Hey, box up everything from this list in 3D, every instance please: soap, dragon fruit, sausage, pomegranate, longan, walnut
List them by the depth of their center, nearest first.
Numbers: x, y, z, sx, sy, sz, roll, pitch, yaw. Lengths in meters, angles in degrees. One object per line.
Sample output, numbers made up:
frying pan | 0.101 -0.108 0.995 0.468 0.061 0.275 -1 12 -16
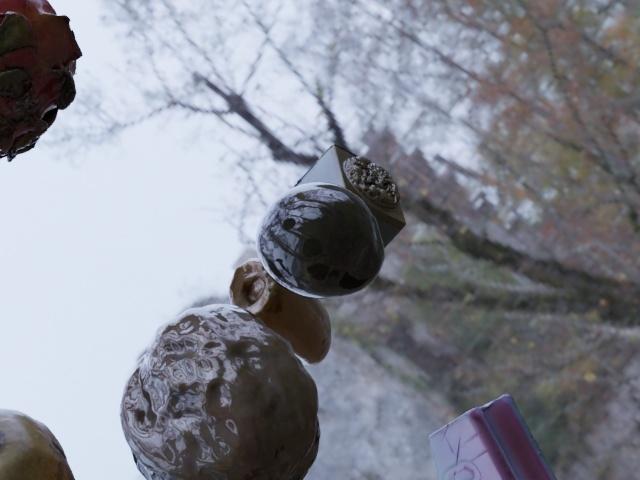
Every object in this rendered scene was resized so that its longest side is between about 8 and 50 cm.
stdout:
walnut | -0.124 0.215 1.621 0.227 0.273 0.273 -31 -29 -16
dragon fruit | -0.489 -0.225 1.788 0.291 0.269 0.250 -39 -28 -23
longan | 0.000 0.000 2.055 0.212 0.198 0.198 17 -69 -52
soap | 0.310 0.442 2.220 0.109 0.323 0.193 -20 -15 -36
sausage | -0.054 0.134 2.384 0.116 0.134 0.354 -24 -26 12
pomegranate | -0.591 0.461 2.450 0.322 0.322 0.322 -39 -27 -24

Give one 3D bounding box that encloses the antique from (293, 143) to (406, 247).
antique | 0.055 -0.067 2.363 0.147 0.152 0.148 24 -57 -30
